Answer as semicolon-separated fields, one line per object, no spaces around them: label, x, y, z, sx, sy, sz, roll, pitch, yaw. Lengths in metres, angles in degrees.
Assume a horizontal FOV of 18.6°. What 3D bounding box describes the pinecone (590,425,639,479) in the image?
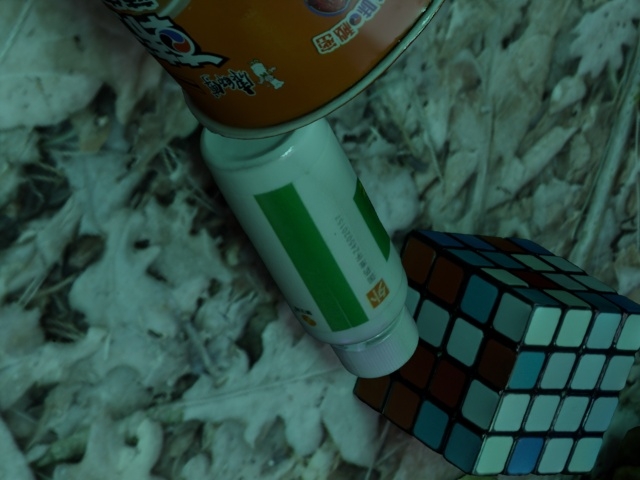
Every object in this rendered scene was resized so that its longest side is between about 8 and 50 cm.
pinecone;0.430;0.343;1.818;0.397;0.397;0.398;-20;125;-32

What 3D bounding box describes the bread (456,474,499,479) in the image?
bread;0.178;0.295;1.708;0.068;0.188;0.125;-24;125;-29

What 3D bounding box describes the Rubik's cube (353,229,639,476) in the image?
Rubik's cube;0.149;0.092;1.597;0.154;0.151;0.155;4;110;-43

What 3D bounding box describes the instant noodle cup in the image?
instant noodle cup;-0.055;-0.217;1.201;0.192;0.250;0.250;39;85;-36

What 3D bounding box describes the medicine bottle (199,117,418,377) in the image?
medicine bottle;0.000;0.000;1.456;0.095;0.095;0.260;-42;133;-15
